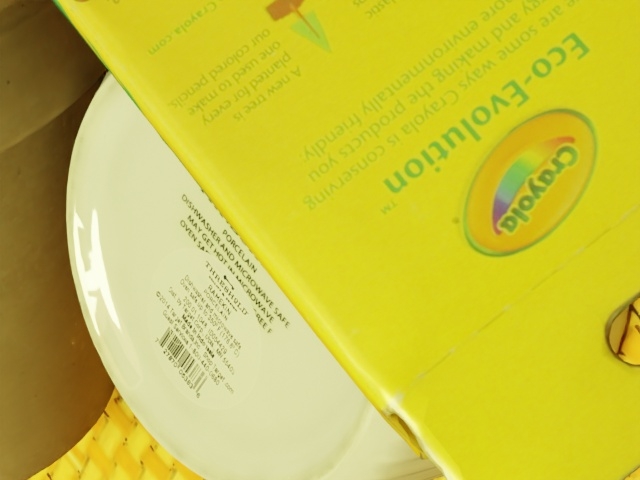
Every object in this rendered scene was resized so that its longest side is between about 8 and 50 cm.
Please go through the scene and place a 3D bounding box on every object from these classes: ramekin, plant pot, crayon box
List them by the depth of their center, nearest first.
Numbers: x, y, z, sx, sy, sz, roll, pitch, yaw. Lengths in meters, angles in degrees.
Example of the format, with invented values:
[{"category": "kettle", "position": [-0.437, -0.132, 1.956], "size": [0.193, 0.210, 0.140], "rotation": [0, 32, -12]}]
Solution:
[{"category": "crayon box", "position": [0.036, -0.082, 0.559], "size": [0.318, 0.202, 0.081], "rotation": [52, 179, 20]}, {"category": "ramekin", "position": [0.000, 0.000, 0.686], "size": [0.207, 0.109, 0.207], "rotation": [17, 116, 40]}, {"category": "plant pot", "position": [-0.191, -0.013, 0.800], "size": [0.263, 0.263, 0.229], "rotation": [17, 132, 41]}]
